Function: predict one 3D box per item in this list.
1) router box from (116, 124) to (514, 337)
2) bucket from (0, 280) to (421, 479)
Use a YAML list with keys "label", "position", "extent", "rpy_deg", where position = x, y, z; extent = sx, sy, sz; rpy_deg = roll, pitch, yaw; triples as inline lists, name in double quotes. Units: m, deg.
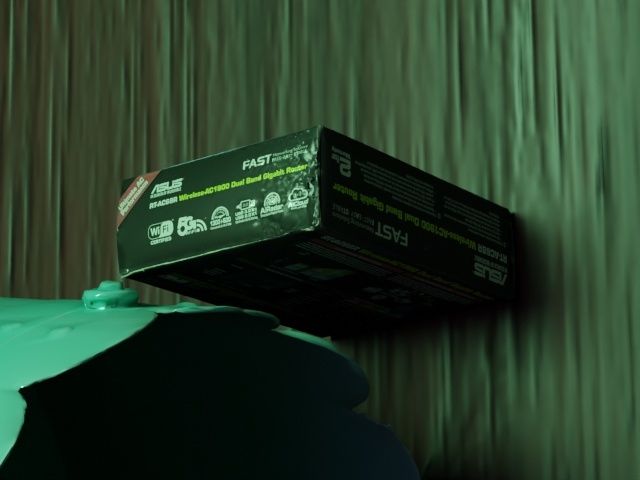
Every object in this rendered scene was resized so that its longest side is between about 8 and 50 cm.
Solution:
- label: "router box"
  position: [0.000, 0.000, 0.698]
  extent: [0.092, 0.122, 0.038]
  rpy_deg: [-12, 70, 35]
- label: "bucket"
  position: [-0.108, 0.145, 0.668]
  extent: [0.183, 0.281, 0.281]
  rpy_deg: [10, 88, 38]
